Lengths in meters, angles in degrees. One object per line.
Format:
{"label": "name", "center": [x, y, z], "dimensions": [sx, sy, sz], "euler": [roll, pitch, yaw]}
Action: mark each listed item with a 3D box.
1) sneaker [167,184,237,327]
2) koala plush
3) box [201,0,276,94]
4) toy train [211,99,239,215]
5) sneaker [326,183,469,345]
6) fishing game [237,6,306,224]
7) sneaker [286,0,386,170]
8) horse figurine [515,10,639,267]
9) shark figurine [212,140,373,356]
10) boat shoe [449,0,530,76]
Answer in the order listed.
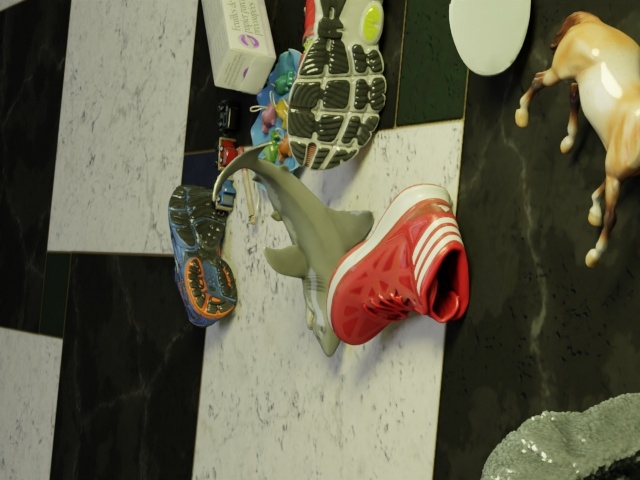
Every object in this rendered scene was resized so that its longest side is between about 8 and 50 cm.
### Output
{"label": "sneaker", "center": [-0.170, 0.021, 2.237], "dimensions": [0.087, 0.083, 0.221], "euler": [121, 147, -51]}
{"label": "koala plush", "center": [0.205, 0.262, 1.300], "dimensions": [0.196, 0.203, 0.221], "euler": [-117, 29, -49]}
{"label": "box", "center": [-0.116, -0.318, 2.179], "dimensions": [0.324, 0.063, 0.067], "euler": [-103, 30, -46]}
{"label": "toy train", "center": [-0.125, -0.112, 2.234], "dimensions": [0.036, 0.027, 0.158], "euler": [-8, 77, 53]}
{"label": "sneaker", "center": [0.078, 0.058, 1.704], "dimensions": [0.128, 0.087, 0.221], "euler": [-108, 33, -43]}
{"label": "fishing game", "center": [-0.056, -0.149, 2.083], "dimensions": [0.264, 0.041, 0.189], "euler": [122, 147, -42]}
{"label": "sneaker", "center": [0.023, -0.216, 1.899], "dimensions": [0.118, 0.107, 0.279], "euler": [-153, 74, -82]}
{"label": "horse figurine", "center": [0.244, -0.108, 1.419], "dimensions": [0.174, 0.066, 0.263], "euler": [115, 147, -44]}
{"label": "shark figurine", "center": [-0.006, -0.028, 1.850], "dimensions": [0.116, 0.278, 0.166], "euler": [-14, 33, 25]}
{"label": "boat shoe", "center": [0.166, -0.265, 1.622], "dimensions": [0.070, 0.077, 0.219], "euler": [35, -125, -80]}
